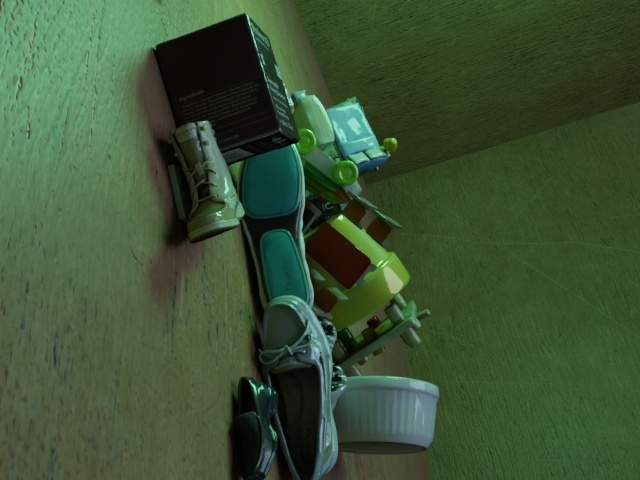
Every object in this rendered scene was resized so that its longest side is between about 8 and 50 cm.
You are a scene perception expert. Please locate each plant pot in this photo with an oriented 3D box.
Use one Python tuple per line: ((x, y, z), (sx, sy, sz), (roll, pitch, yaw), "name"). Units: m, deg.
((0.062, 0.065, 1.655), (0.239, 0.254, 0.254), (56, 12, -5), "plant pot")

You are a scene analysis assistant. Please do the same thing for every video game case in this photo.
((-0.201, -0.064, 1.012), (0.122, 0.011, 0.087), (32, 43, -75), "video game case")

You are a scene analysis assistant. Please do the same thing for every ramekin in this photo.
((0.122, 0.384, 1.386), (0.273, 0.273, 0.127), (56, 33, -61), "ramekin")

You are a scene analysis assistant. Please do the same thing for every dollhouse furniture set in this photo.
((0.051, -0.343, 1.750), (0.286, 0.303, 0.198), (67, -27, 12), "dollhouse furniture set")
((0.000, 0.000, 1.412), (0.259, 0.262, 0.135), (40, 8, 29), "dollhouse furniture set")

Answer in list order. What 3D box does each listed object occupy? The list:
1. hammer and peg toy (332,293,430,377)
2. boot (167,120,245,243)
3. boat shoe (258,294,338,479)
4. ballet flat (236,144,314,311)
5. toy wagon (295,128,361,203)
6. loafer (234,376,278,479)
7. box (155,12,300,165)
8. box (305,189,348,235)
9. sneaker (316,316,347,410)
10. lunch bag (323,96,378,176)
((0.167, 0.251, 1.817), (0.127, 0.266, 0.361), (55, 11, 1), "hammer and peg toy")
((-0.174, -0.091, 0.946), (0.213, 0.077, 0.165), (-85, 157, -78), "boot")
((-0.039, 0.252, 1.105), (0.103, 0.118, 0.320), (31, 50, -79), "boat shoe")
((-0.092, -0.021, 1.287), (0.139, 0.139, 0.400), (48, 31, -68), "ballet flat")
((-0.064, -0.203, 1.513), (0.344, 0.068, 0.267), (35, -9, -17), "toy wagon")
((-0.101, 0.270, 0.922), (0.061, 0.062, 0.170), (43, 21, -27), "loafer")
((-0.154, -0.250, 1.117), (0.168, 0.167, 0.203), (-20, 93, -80), "box")
((0.009, -0.094, 1.842), (0.247, 0.142, 0.163), (-83, 154, -65), "box")
((-0.019, 0.254, 1.302), (0.292, 0.110, 0.118), (-100, -164, -64), "sneaker")
((0.047, -0.338, 2.175), (0.169, 0.235, 0.287), (52, 23, -51), "lunch bag")
